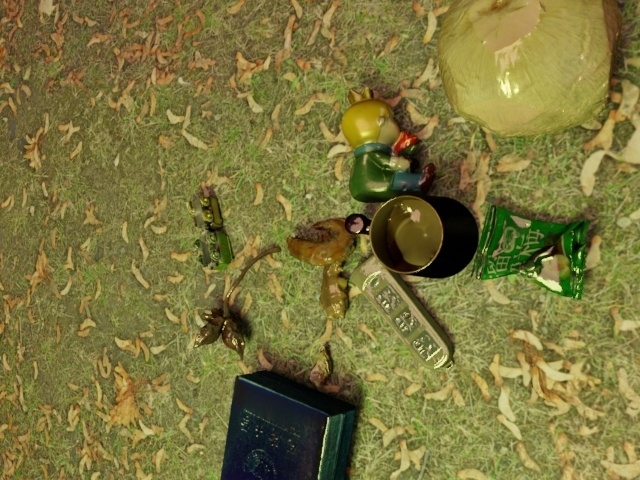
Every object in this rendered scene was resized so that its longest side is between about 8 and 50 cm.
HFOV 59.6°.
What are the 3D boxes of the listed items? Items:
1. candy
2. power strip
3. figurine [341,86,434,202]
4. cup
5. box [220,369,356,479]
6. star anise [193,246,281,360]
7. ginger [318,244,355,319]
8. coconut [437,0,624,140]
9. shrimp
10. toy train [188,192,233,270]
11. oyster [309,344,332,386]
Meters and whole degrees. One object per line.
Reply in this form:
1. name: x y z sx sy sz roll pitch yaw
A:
1. candy: 0.376 0.021 1.003 0.203 0.078 0.141 15 85 42
2. power strip: 0.168 0.147 1.139 0.080 0.048 0.286 -46 69 22
3. figurine: 0.136 -0.200 1.132 0.185 0.127 0.234 -5 73 19
4. cup: 0.161 0.002 1.070 0.239 0.177 0.166 -16 82 30
5. box: -0.078 0.452 1.190 0.261 0.116 0.279 11 92 37
6. star anise: -0.184 0.144 1.300 0.148 0.218 0.227 36 127 18
7. ginger: 0.033 0.087 1.216 0.069 0.051 0.173 5 91 38
8. coconut: 0.339 -0.316 0.930 0.297 0.254 0.297 -1 88 29
9. shrimp: 0.001 0.004 1.223 0.187 0.132 0.052 12 136 44
10. toy train: -0.274 -0.021 1.389 0.060 0.081 0.202 -24 70 27
11. oyster: 0.006 0.281 1.239 0.051 0.034 0.093 45 123 40
